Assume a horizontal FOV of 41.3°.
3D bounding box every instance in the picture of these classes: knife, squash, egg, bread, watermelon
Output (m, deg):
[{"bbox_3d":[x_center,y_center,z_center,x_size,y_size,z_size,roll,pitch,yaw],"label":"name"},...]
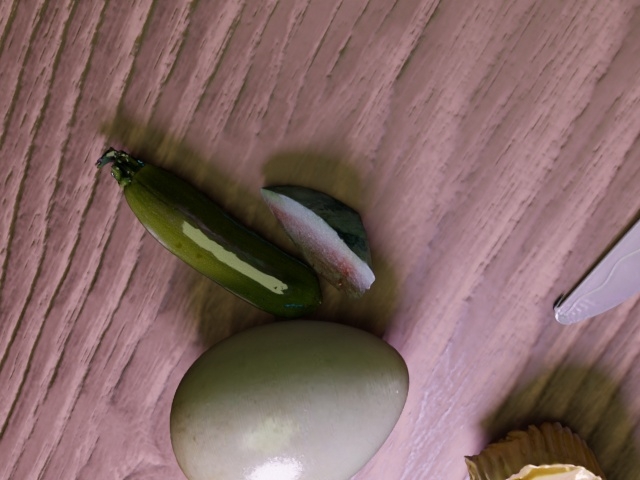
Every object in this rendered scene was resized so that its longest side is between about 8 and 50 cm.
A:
[{"bbox_3d":[0.390,-0.022,0.960,0.081,0.043,0.336,30,116,-5],"label":"knife"},{"bbox_3d":[-0.141,-0.008,1.040,0.331,0.087,0.087,36,109,0],"label":"squash"},{"bbox_3d":[-0.035,0.201,1.008,0.295,0.218,0.218,-22,100,5],"label":"egg"},{"bbox_3d":[0.277,0.349,1.027,0.179,0.133,0.250,-19,102,15],"label":"bread"},{"bbox_3d":[0.003,-0.008,1.021,0.180,0.081,0.094,52,126,11],"label":"watermelon"}]
